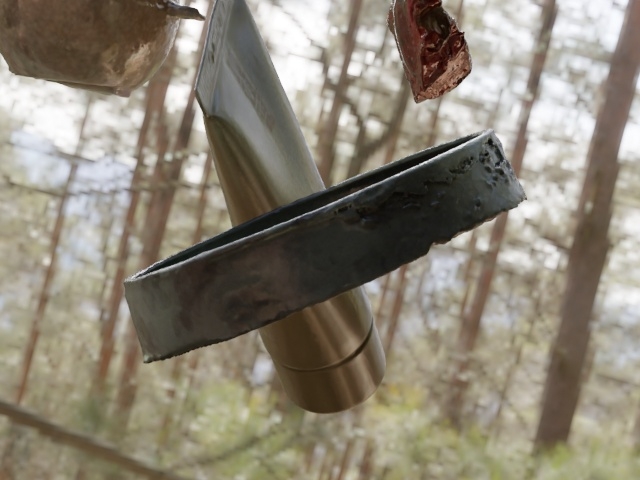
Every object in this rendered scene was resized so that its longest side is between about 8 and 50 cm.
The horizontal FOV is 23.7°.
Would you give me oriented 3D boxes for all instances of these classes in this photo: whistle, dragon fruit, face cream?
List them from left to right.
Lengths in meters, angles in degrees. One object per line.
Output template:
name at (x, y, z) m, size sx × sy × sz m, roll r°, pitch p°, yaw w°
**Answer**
whistle at (-0.262, -0.221, 1.312) m, size 0.348 × 0.189 × 0.189 m, roll 7°, pitch -2°, yaw 13°
face cream at (-0.028, -0.016, 1.043) m, size 0.084 × 0.137 × 0.341 m, roll -5°, pitch -46°, yaw 14°
dragon fruit at (0.093, -0.179, 1.402) m, size 0.097 × 0.063 × 0.131 m, roll 32°, pitch -13°, yaw 5°

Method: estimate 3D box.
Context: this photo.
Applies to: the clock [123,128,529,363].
clock at (0.000, 0.000, 0.827) m, size 0.226 × 0.049 × 0.226 m, roll -22°, pitch 2°, yaw 1°
